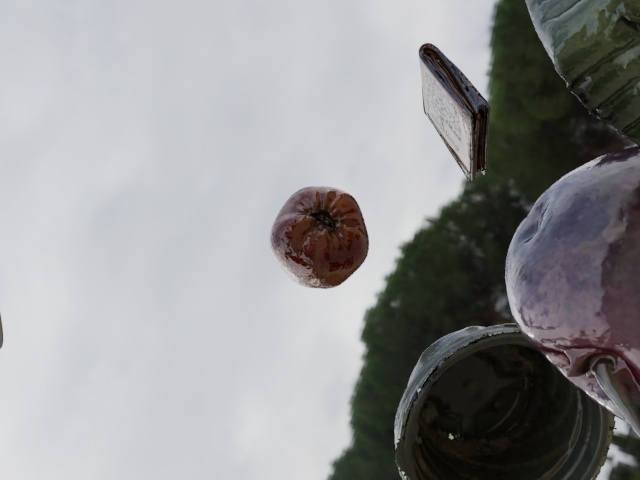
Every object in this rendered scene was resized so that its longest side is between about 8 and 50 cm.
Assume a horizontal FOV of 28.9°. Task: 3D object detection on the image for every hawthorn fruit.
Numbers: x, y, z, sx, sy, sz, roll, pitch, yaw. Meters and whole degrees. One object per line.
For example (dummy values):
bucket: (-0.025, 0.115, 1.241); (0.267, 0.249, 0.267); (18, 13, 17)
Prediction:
hawthorn fruit: (0.000, 0.000, 1.635); (0.133, 0.133, 0.138); (-56, -7, -27)

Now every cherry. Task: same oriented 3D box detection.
cherry: (0.253, 0.034, 0.960); (0.213, 0.183, 0.266); (45, -124, -14)

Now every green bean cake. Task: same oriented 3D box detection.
green bean cake: (0.307, -0.197, 1.228); (0.222, 0.125, 0.227); (36, -146, -29)

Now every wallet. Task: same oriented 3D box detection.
wallet: (0.213, -0.211, 2.030); (0.042, 0.195, 0.161); (-22, -38, -13)

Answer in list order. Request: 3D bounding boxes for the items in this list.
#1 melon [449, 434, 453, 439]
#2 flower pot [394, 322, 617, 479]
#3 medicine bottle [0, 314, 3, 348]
melon: (0.242, 0.315, 1.640); (0.265, 0.129, 0.169); (-27, 42, 68)
flower pot: (0.178, 0.180, 1.309); (0.140, 0.235, 0.235); (-127, 46, -71)
medicine bottle: (-0.395, 0.075, 1.088); (0.215, 0.135, 0.135); (-12, -59, -22)
